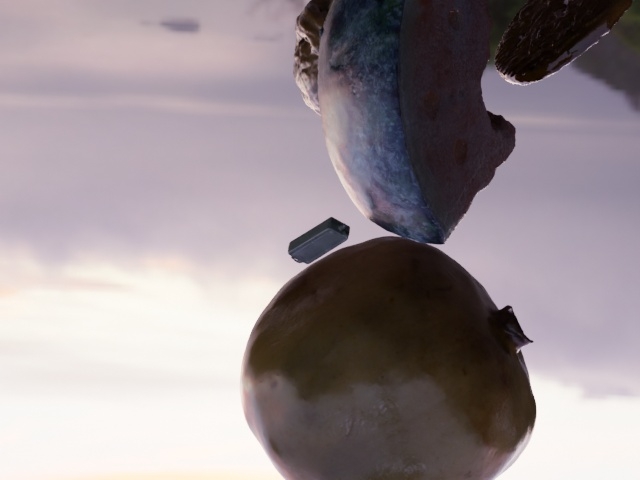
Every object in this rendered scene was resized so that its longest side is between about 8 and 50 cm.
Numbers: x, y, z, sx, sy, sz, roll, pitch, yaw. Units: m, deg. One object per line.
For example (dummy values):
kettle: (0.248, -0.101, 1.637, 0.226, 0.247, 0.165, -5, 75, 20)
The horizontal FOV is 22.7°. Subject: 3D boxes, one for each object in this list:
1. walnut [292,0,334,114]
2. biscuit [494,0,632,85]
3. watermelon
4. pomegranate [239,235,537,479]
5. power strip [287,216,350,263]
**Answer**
walnut: (0.040, -0.202, 1.748, 0.155, 0.155, 0.184, 2, -167, -6)
biscuit: (0.246, -0.230, 1.598, 0.027, 0.188, 0.188, 43, 168, -21)
watermelon: (0.091, -0.157, 1.524, 0.148, 0.319, 0.226, 4, 179, 43)
pomegranate: (0.078, 0.151, 1.752, 0.332, 0.333, 0.332, 2, -176, 0)
power strip: (0.000, 0.000, 1.547, 0.027, 0.017, 0.083, 27, 143, -27)
